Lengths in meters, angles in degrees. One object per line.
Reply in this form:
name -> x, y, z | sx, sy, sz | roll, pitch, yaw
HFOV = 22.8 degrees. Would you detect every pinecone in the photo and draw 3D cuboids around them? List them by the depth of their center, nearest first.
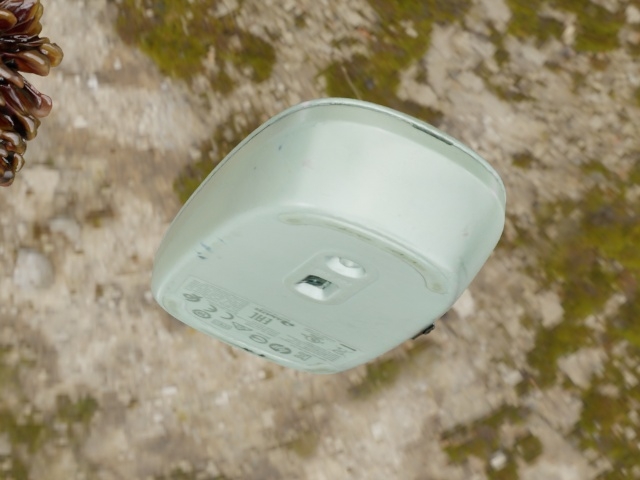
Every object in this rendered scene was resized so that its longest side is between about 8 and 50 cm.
pinecone -> -0.175, -0.072, 0.768 | 0.102, 0.102, 0.109 | 7, 76, -12

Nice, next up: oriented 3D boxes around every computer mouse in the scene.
computer mouse -> 0.002, -0.006, 0.952 | 0.159, 0.288, 0.097 | 23, 66, -14
